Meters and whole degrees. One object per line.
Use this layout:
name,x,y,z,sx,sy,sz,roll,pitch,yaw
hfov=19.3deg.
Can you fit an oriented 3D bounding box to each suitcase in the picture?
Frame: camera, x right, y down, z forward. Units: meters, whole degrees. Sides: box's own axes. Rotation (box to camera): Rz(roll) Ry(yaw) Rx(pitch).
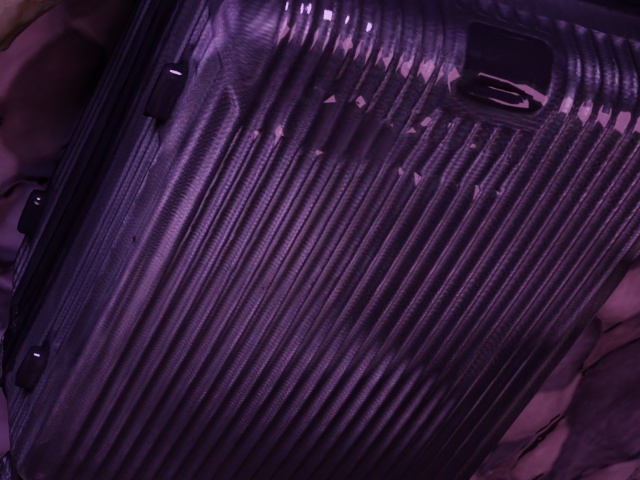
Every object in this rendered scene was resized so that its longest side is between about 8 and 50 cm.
suitcase,0.000,0.000,0.722,0.202,0.128,0.312,13,133,-21

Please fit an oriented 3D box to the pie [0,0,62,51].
pie,-0.186,-0.139,0.567,0.306,0.071,0.306,-9,137,-9
